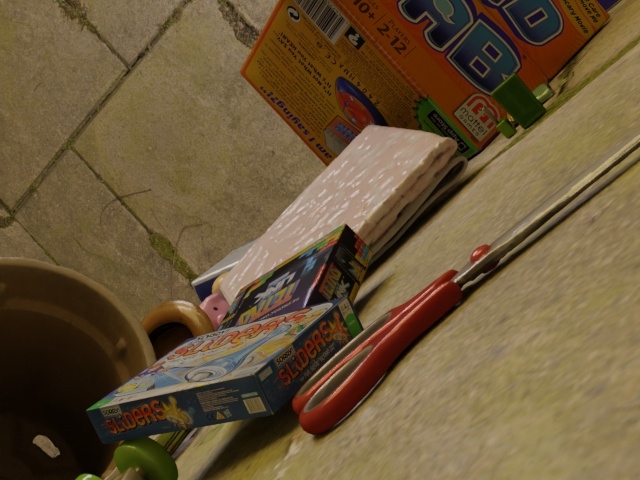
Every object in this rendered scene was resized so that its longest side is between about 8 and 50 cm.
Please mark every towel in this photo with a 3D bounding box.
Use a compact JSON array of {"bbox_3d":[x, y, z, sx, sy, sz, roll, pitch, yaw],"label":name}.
[{"bbox_3d":[0.013,-0.017,1.061,0.332,0.053,0.317,-46,18,-4],"label":"towel"},{"bbox_3d":[-0.205,0.262,0.996,0.102,0.021,0.237,-41,3,17],"label":"towel"}]

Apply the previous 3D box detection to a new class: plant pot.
[{"bbox_3d":[-0.383,0.243,0.981,0.334,0.334,0.305,-45,-14,-42],"label":"plant pot"}]

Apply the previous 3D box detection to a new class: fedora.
[{"bbox_3d":[-0.200,0.181,1.184,0.194,0.194,0.079,-42,-33,24],"label":"fedora"}]

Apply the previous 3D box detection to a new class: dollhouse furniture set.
[{"bbox_3d":[0.241,-0.176,1.000,0.076,0.058,0.151,-41,3,21],"label":"dollhouse furniture set"}]

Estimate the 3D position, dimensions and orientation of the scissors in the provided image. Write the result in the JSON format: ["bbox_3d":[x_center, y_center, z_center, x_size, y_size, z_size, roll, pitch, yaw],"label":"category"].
[{"bbox_3d":[0.089,0.020,0.517,0.297,0.021,0.109,-44,1,7],"label":"scissors"}]

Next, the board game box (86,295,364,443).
[{"bbox_3d":[-0.080,0.108,0.669,0.201,0.035,0.136,-19,9,37],"label":"board game box"}]

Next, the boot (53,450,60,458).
[{"bbox_3d":[-0.423,0.359,1.580,0.246,0.083,0.161,-43,-13,-50],"label":"boot"}]

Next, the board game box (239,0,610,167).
[{"bbox_3d":[0.150,-0.315,1.311,0.356,0.356,0.356,-45,3,-24],"label":"board game box"}]

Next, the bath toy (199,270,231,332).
[{"bbox_3d":[-0.190,0.155,1.488,0.348,0.129,0.151,-44,-42,-67],"label":"bath toy"}]

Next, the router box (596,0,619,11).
[{"bbox_3d":[0.499,-0.465,1.545,0.335,0.082,0.301,-40,4,45],"label":"router box"}]

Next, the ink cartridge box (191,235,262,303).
[{"bbox_3d":[-0.094,0.021,1.839,0.324,0.071,0.330,-25,5,14],"label":"ink cartridge box"}]

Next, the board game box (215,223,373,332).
[{"bbox_3d":[-0.038,0.072,0.809,0.170,0.048,0.141,-33,18,35],"label":"board game box"}]

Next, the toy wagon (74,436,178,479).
[{"bbox_3d":[-0.255,0.298,0.657,0.344,0.068,0.267,-41,3,44],"label":"toy wagon"}]
